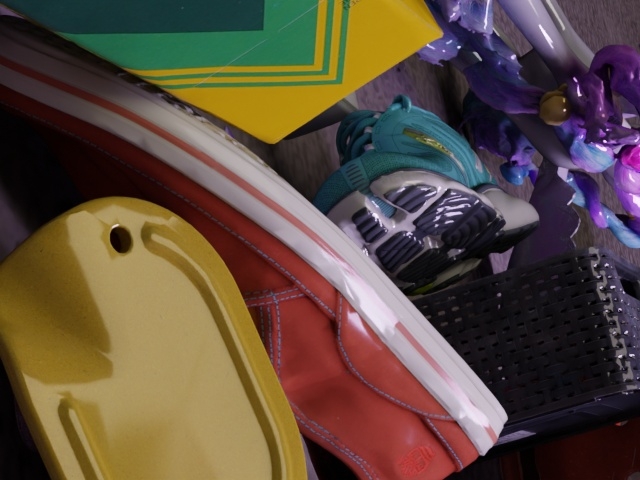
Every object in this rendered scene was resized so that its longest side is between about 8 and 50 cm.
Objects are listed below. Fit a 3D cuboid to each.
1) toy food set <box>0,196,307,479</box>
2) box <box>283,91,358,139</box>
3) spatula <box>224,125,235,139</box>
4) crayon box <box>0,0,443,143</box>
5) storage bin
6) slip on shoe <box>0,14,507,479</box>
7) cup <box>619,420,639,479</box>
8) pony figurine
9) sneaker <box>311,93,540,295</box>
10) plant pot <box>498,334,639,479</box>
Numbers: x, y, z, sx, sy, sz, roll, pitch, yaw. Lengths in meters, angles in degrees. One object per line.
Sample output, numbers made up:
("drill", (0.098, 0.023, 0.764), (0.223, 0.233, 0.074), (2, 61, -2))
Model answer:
("toy food set", (-0.075, 0.093, 0.807), (0.128, 0.071, 0.217), (-28, 97, -47))
("box", (-0.074, -0.243, 1.128), (0.232, 0.058, 0.322), (35, 38, -60))
("spatula", (0.000, 0.000, 1.147), (0.296, 0.030, 0.084), (19, 55, -67))
("crayon box", (-0.120, -0.240, 0.795), (0.363, 0.106, 0.313), (62, 16, 20))
("storage bin", (0.098, 0.074, 1.118), (0.122, 0.180, 0.084), (21, 52, -67))
("slip on shoe", (-0.041, 0.022, 0.896), (0.331, 0.101, 0.123), (46, -6, -33))
("cup", (0.383, 0.154, 1.718), (0.237, 0.331, 0.331), (1, 70, -44))
("pony figurine", (0.200, -0.094, 1.503), (0.363, 0.303, 0.351), (48, 17, -18))
("sneaker", (0.042, -0.026, 1.129), (0.110, 0.107, 0.275), (57, 13, 8))
("plant pot", (0.254, 0.146, 1.252), (0.265, 0.272, 0.272), (26, 48, -58))
